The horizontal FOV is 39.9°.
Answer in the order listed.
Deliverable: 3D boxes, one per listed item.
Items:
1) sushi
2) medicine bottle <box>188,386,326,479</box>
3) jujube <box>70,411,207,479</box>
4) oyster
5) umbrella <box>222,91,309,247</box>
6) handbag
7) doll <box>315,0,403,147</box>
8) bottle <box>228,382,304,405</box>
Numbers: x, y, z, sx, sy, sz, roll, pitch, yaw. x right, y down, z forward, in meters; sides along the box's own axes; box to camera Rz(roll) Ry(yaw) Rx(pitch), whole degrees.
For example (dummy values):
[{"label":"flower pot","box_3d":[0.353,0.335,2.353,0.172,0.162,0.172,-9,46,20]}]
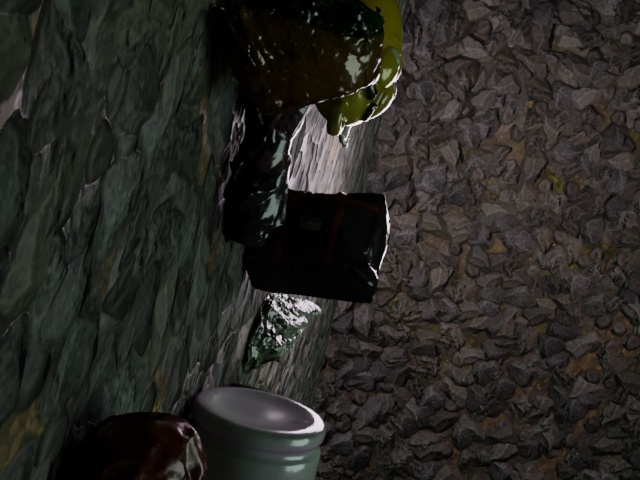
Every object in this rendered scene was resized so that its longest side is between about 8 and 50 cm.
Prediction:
[{"label":"sushi","box_3d":[0.007,-0.232,1.001,0.287,0.149,0.140,-25,102,-42]},{"label":"medicine bottle","box_3d":[-0.121,0.394,1.289,0.202,0.202,0.316,-25,130,-81]},{"label":"jujube","box_3d":[-0.181,0.280,0.858,0.155,0.155,0.230,-10,105,-82]},{"label":"oyster","box_3d":[-0.087,0.181,1.721,0.252,0.087,0.200,55,48,-65]},{"label":"umbrella","box_3d":[-0.063,-0.150,1.124,0.094,0.090,0.326,-31,135,-75]},{"label":"handbag","box_3d":[0.000,0.000,1.428,0.155,0.215,0.169,83,17,-48]},{"label":"doll","box_3d":[0.060,-0.340,1.466,0.348,0.161,0.424,83,15,-81]},{"label":"bottle","box_3d":[-0.139,0.420,1.493,0.144,0.143,0.336,66,41,-79]}]
